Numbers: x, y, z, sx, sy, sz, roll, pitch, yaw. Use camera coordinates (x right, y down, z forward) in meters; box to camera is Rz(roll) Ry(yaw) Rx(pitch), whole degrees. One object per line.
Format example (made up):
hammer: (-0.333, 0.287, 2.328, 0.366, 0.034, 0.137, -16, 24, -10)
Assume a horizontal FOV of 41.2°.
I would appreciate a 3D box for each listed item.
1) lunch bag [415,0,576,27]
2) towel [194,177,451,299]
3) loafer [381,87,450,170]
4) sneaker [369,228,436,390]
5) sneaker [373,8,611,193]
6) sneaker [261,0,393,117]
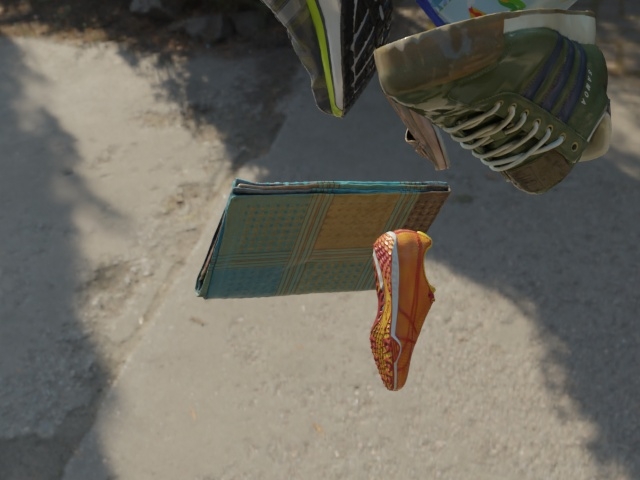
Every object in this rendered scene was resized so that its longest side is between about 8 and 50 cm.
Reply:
lunch bag: (0.153, -0.203, 0.581, 0.151, 0.129, 0.096, -34, 86, -41)
towel: (0.000, 0.000, 1.362, 0.370, 0.271, 0.040, -2, 52, -25)
loafer: (0.099, -0.120, 0.878, 0.039, 0.125, 0.045, -23, 39, 7)
sneaker: (0.090, 0.076, 0.885, 0.067, 0.175, 0.064, -2, 17, -21)
sneaker: (0.101, -0.064, 0.421, 0.064, 0.086, 0.192, -11, 6, 38)
sneaker: (-0.017, -0.237, 0.761, 0.121, 0.300, 0.111, 16, 55, 28)
